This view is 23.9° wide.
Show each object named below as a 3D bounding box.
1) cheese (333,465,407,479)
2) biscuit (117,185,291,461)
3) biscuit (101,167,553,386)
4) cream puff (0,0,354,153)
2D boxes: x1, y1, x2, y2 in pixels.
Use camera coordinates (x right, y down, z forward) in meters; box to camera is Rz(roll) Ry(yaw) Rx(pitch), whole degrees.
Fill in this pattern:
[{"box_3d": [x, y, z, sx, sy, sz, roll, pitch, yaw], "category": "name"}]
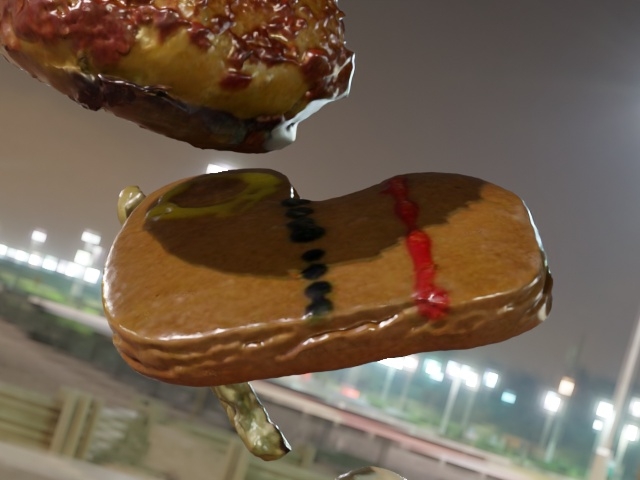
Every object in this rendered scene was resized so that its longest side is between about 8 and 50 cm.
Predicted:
[{"box_3d": [0.011, 0.321, 1.374, 0.159, 0.263, 0.093, 54, -38, -1], "category": "cheese"}, {"box_3d": [-0.113, 0.075, 1.373, 0.273, 0.036, 0.187, 61, -6, -4], "category": "biscuit"}, {"box_3d": [0.000, -0.002, 0.948, 0.277, 0.052, 0.262, -8, 25, 7], "category": "biscuit"}, {"box_3d": [-0.090, -0.145, 0.905, 0.240, 0.164, 0.240, 30, 9, -5], "category": "cream puff"}]
